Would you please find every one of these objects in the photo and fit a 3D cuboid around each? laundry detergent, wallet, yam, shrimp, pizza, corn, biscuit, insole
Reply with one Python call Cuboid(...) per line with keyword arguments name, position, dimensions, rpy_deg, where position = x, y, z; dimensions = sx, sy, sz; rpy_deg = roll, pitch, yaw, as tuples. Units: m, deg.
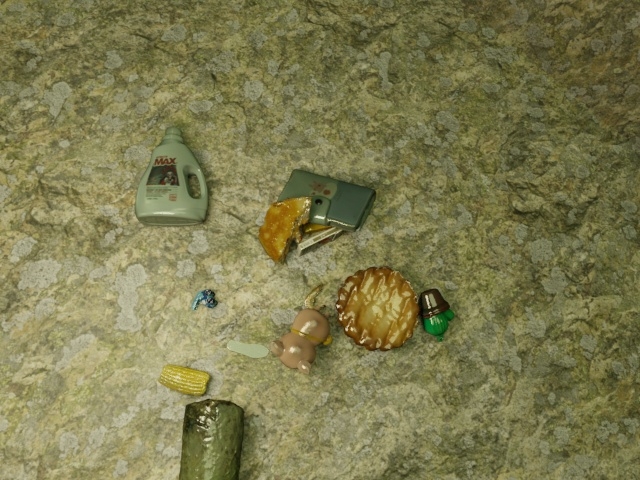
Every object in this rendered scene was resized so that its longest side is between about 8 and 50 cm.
Cuboid(name="laundry detergent", position=(-0.564, -0.255, 1.718), dimensions=(0.264, 0.124, 0.397), rpy_deg=(1, 69, -8))
Cuboid(name="wallet", position=(0.017, -0.160, 1.736), dimensions=(0.361, 0.083, 0.252), rpy_deg=(16, 51, 13))
Cuboid(name="yam", position=(-0.344, 0.659, 1.405), dimensions=(0.195, 0.195, 0.299), rpy_deg=(3, 73, -8))
Cuboid(name="shrimp", position=(-0.007, 0.221, 1.696), dimensions=(0.083, 0.023, 0.114), rpy_deg=(36, 75, 1))
Cuboid(name="pizza", position=(-0.128, -0.063, 1.664), dimensions=(0.189, 0.296, 0.071), rpy_deg=(43, 27, 28))
Cuboid(name="corn", position=(-0.466, 0.475, 1.513), dimensions=(0.166, 0.063, 0.085), rpy_deg=(17, 79, -1))
Cuboid(name="biscuit", position=(0.214, 0.257, 1.677), dimensions=(0.326, 0.107, 0.325), rpy_deg=(2, 74, -6))
Cuboid(name="insole", position=(-0.263, 0.393, 1.606), dimensions=(0.153, 0.002, 0.053), rpy_deg=(16, 70, -4))

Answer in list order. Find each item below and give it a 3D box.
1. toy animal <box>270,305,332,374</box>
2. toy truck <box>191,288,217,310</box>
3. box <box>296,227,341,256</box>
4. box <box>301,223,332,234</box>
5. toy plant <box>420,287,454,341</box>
Cuboid(name="toy animal", position=(-0.051, 0.347, 1.588), dimensions=(0.165, 0.149, 0.248), rpy_deg=(25, 57, 16))
Cuboid(name="toy truck", position=(-0.429, 0.221, 1.614), dimensions=(0.090, 0.056, 0.073), rpy_deg=(-23, 72, -2))
Cuboid(name="box", position=(0.000, 0.000, 1.725), dimensions=(0.198, 0.109, 0.029), rpy_deg=(-26, 78, -16))
Cuboid(name="box", position=(0.040, -0.125, 1.809), dimensions=(0.270, 0.043, 0.152), rpy_deg=(-15, 71, -15))
Cuboid(name="toy plant", position=(0.452, 0.287, 1.711), dimensions=(0.143, 0.105, 0.200), rpy_deg=(-19, 93, -29))
